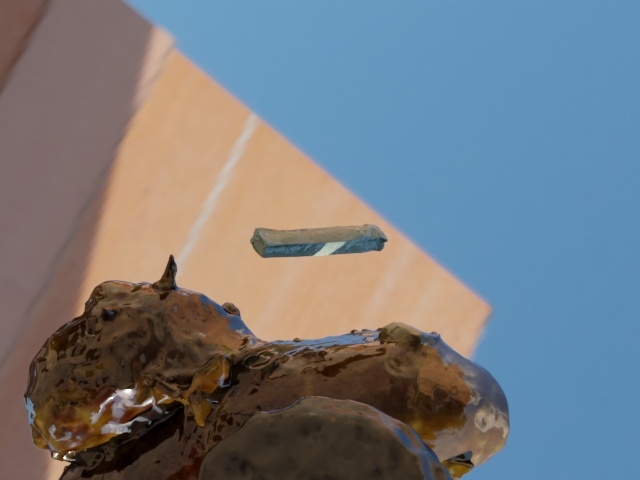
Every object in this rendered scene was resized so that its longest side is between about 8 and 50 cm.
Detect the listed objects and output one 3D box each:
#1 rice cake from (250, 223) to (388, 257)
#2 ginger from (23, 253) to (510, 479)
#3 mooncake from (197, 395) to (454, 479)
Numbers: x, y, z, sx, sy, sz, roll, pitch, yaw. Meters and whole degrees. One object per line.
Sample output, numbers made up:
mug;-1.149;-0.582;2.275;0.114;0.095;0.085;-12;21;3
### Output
rice cake;0.000;0.000;1.445;0.022;0.121;0.021;54;-47;39
ginger;-0.058;0.129;1.517;0.418;0.254;0.176;-9;-170;16
mooncake;0.000;0.226;1.311;0.228;0.124;0.228;-5;-115;11
